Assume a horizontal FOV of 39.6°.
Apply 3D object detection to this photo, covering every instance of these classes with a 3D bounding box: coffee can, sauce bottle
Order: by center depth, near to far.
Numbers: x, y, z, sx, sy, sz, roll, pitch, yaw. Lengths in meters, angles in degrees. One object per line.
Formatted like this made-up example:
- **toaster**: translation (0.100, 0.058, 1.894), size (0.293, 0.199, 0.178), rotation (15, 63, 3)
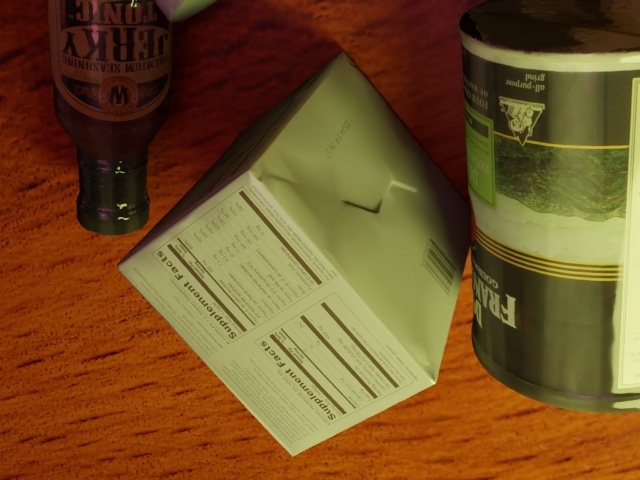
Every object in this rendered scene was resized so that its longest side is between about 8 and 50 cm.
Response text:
- **coffee can**: translation (0.212, -0.039, 0.680), size (0.201, 0.201, 0.275), rotation (2, 118, 17)
- **sauce bottle**: translation (-0.184, -0.166, 0.792), size (0.111, 0.111, 0.344), rotation (12, 122, 11)

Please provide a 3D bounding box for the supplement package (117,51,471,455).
- **supplement package**: translation (0.000, 0.000, 0.733), size (0.145, 0.262, 0.204), rotation (-33, 105, 30)

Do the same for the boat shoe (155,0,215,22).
- **boat shoe**: translation (-0.042, -0.302, 0.669), size (0.105, 0.113, 0.306), rotation (45, 119, -2)
